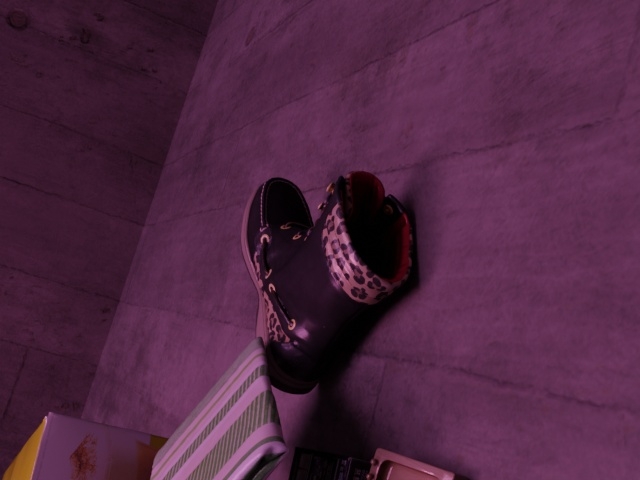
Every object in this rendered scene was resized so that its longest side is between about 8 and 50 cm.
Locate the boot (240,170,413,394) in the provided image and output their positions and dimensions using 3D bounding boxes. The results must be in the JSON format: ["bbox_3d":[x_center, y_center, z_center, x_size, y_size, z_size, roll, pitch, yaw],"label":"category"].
[{"bbox_3d":[0.000,0.000,1.173,0.284,0.138,0.377,-50,34,42],"label":"boot"}]

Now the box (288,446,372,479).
[{"bbox_3d":[0.013,0.344,0.937,0.147,0.077,0.180,-19,54,61],"label":"box"}]

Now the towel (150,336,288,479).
[{"bbox_3d":[-0.136,0.268,0.991,0.248,0.038,0.325,-51,13,4],"label":"towel"}]

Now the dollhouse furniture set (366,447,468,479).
[{"bbox_3d":[0.057,0.286,0.792,0.144,0.123,0.151,3,70,51],"label":"dollhouse furniture set"}]

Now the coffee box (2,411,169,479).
[{"bbox_3d":[-0.369,0.527,1.318,0.338,0.334,0.338,-44,34,46],"label":"coffee box"}]
